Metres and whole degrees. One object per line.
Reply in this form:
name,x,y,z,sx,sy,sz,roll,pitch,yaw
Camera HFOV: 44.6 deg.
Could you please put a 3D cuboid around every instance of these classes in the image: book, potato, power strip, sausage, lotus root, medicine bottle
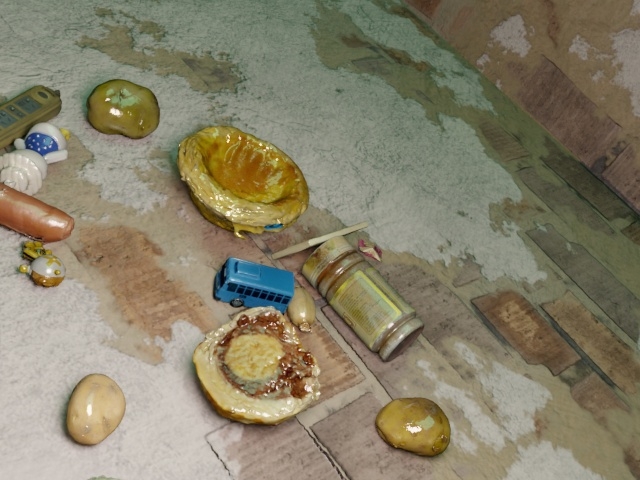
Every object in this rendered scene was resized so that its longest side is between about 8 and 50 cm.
book,0.000,0.000,2.111,0.231,0.162,0.022,-20,88,-44
potato,-0.436,0.325,1.514,0.112,0.112,0.147,19,47,-13
potato,-0.549,-0.368,2.176,0.200,0.137,0.155,6,45,-29
power strip,-0.794,-0.316,2.024,0.092,0.066,0.387,33,38,1
sausage,-0.768,-0.098,1.775,0.418,0.094,0.094,24,77,-9
lotus root,-0.049,0.170,1.959,0.073,0.062,0.150,10,41,-23
potato,0.218,0.426,1.799,0.175,0.137,0.137,16,40,-13
medicine bottle,0.109,0.149,2.011,0.151,0.151,0.322,-22,61,-45

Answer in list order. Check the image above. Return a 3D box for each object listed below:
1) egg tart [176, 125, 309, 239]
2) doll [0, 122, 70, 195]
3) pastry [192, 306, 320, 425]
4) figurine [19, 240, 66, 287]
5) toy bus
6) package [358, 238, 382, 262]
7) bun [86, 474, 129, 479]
egg tart,-0.221,-0.149,2.108,0.387,0.169,0.388,21,41,-19
doll,-0.706,-0.204,1.925,0.138,0.119,0.293,16,34,-4
pastry,-0.144,0.295,1.691,0.236,0.170,0.256,-29,69,-25
figurine,-0.614,0.049,1.739,0.101,0.068,0.143,18,22,-26
toy bus,-0.163,0.110,1.920,0.184,0.106,0.090,15,43,-18
package,0.148,0.030,2.266,0.083,0.029,0.059,30,30,-17
bun,-0.350,0.494,1.364,0.212,0.126,0.204,-7,53,-38
